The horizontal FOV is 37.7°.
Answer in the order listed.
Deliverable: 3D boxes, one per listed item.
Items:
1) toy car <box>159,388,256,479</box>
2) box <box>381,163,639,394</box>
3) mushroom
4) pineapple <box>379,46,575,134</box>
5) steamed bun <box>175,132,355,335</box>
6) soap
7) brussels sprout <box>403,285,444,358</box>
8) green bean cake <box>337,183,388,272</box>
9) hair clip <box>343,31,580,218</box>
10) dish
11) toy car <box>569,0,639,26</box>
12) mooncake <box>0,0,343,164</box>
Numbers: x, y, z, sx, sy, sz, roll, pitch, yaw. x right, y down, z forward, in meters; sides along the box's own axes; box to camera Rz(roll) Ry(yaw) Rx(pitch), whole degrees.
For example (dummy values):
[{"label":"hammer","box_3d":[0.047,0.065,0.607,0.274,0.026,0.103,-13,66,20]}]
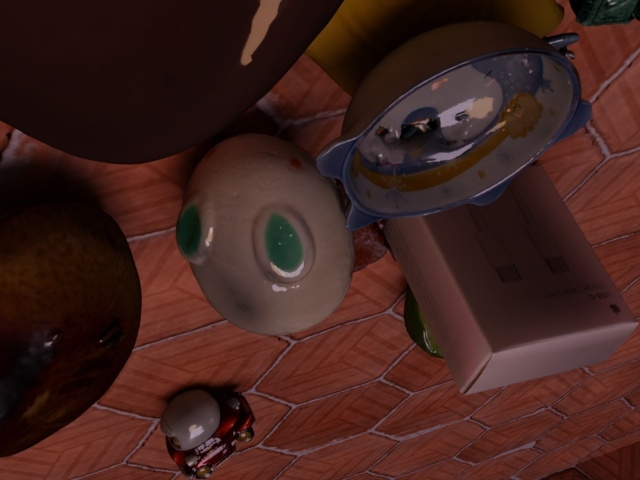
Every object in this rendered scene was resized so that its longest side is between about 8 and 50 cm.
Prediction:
[{"label":"toy car","box_3d":[-0.176,0.266,1.379,0.139,0.112,0.112,-33,134,-2]},{"label":"box","box_3d":[0.216,0.039,1.111,0.203,0.251,0.106,-7,146,-24]},{"label":"mushroom","box_3d":[-0.334,0.074,0.886,0.345,0.259,0.345,-40,173,-6]},{"label":"pineapple","box_3d":[0.157,-0.139,0.953,0.221,0.103,0.083,-30,128,6]},{"label":"steamed bun","box_3d":[-0.059,0.006,0.935,0.177,0.130,0.228,12,136,17]},{"label":"soap","box_3d":[0.051,-0.223,0.734,0.204,0.096,0.324,-33,149,17]},{"label":"brussels sprout","box_3d":[0.204,0.101,1.326,0.183,0.145,0.131,3,168,-29]},{"label":"green bean cake","box_3d":[0.000,0.000,1.099,0.136,0.056,0.135,-27,151,8]},{"label":"hair clip","box_3d":[0.114,-0.126,0.888,0.275,0.083,0.048,-43,-178,6]},{"label":"dish","box_3d":[0.092,-0.104,0.770,0.236,0.086,0.228,5,141,-41]},{"label":"toy car","box_3d":[0.389,-0.283,0.863,0.321,0.097,0.141,-12,148,-16]},{"label":"mooncake","box_3d":[-0.117,-0.206,0.503,0.334,0.174,0.325,9,132,23]}]
